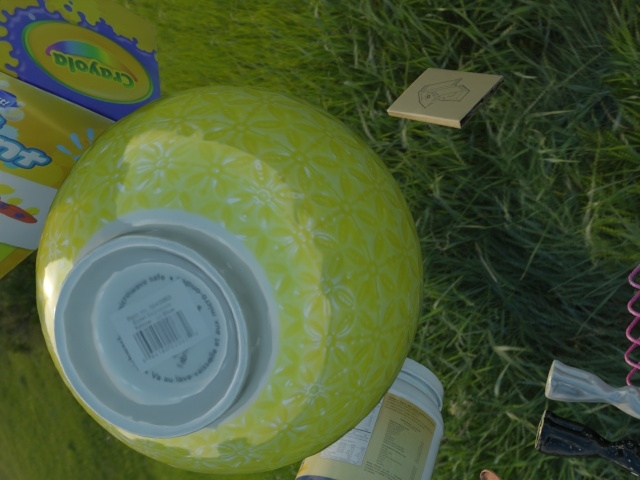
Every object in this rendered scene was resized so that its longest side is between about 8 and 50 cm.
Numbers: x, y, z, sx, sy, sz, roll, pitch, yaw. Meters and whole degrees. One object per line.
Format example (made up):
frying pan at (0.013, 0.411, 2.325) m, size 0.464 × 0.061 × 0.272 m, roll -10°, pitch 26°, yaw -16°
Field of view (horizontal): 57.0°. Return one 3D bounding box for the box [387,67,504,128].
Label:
box at (0.269, -0.314, 1.284) m, size 0.201 × 0.164 × 0.021 m, roll 24°, pitch 151°, yaw 44°

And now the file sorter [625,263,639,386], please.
file sorter at (0.756, 0.179, 1.221) m, size 0.182 × 0.202 × 0.291 m, roll 21°, pitch 132°, yaw 48°

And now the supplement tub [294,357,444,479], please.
supplement tub at (0.097, 0.389, 1.090) m, size 0.228 × 0.316 × 0.228 m, roll 17°, pitch 141°, yaw 14°

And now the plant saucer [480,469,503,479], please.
plant saucer at (0.471, 0.657, 1.596) m, size 0.083 × 0.013 × 0.084 m, roll 35°, pitch 139°, yaw 38°

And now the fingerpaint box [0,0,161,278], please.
fingerpaint box at (-0.428, -0.132, 0.501) m, size 0.371 × 0.444 × 0.163 m, roll -30°, pitch 59°, yaw 31°

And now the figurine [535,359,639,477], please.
figurine at (0.555, 0.352, 1.176) m, size 0.209 × 0.215 × 0.092 m, roll 13°, pitch 135°, yaw 20°

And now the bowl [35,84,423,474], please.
bowl at (-0.079, 0.040, 0.389) m, size 0.289 × 0.156 × 0.290 m, roll 2°, pitch 100°, yaw 11°
